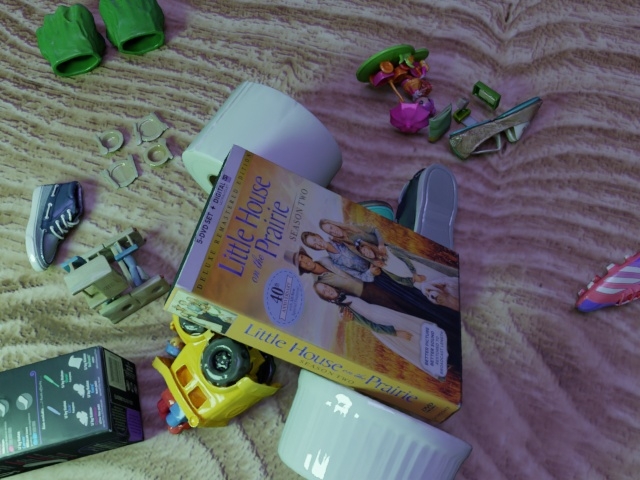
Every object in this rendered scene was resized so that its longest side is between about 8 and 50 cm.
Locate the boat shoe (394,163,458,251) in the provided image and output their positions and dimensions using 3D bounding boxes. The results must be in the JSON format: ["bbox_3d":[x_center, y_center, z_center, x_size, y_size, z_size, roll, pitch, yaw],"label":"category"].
[{"bbox_3d":[0.181,0.010,1.161,0.114,0.091,0.302,26,66,-19],"label":"boat shoe"}]

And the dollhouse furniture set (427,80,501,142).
[{"bbox_3d":[0.283,-0.245,1.264,0.151,0.076,0.058,-41,69,-13],"label":"dollhouse furniture set"}]

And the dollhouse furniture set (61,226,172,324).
[{"bbox_3d":[-0.372,0.041,1.141,0.129,0.184,0.129,-32,68,-9],"label":"dollhouse furniture set"}]

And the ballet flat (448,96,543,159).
[{"bbox_3d":[0.353,-0.216,1.262,0.206,0.073,0.067,-24,94,-2],"label":"ballet flat"}]

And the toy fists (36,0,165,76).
[{"bbox_3d":[-0.484,-0.467,1.417,0.279,0.096,0.142,-20,77,-5],"label":"toy fists"}]

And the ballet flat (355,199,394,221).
[{"bbox_3d":[0.000,0.000,1.172,0.280,0.095,0.096,-32,32,-4],"label":"ballet flat"}]

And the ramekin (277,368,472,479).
[{"bbox_3d":[0.071,0.308,0.948,0.277,0.277,0.135,21,78,13],"label":"ramekin"}]

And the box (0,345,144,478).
[{"bbox_3d":[-0.453,0.288,1.053,0.270,0.165,0.143,-15,67,-2],"label":"box"}]

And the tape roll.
[{"bbox_3d":[-0.105,-0.141,1.164,0.246,0.246,0.169,30,73,16],"label":"tape roll"}]

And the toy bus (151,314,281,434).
[{"bbox_3d":[-0.208,0.217,1.089,0.211,0.149,0.220,-40,67,5],"label":"toy bus"}]

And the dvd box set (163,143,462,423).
[{"bbox_3d":[0.017,0.053,0.937,0.420,0.062,0.308,26,43,-12],"label":"dvd box set"}]

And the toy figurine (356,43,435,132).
[{"bbox_3d":[0.179,-0.296,1.295,0.173,0.130,0.159,-18,79,-29],"label":"toy figurine"}]

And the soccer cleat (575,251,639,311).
[{"bbox_3d":[0.559,0.065,1.110,0.248,0.083,0.095,-31,73,-11],"label":"soccer cleat"}]

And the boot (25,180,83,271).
[{"bbox_3d":[-0.515,-0.033,1.246,0.086,0.069,0.190,-10,65,4],"label":"boot"}]

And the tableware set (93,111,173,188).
[{"bbox_3d":[-0.387,-0.191,1.330,0.168,0.020,0.141,-27,67,-6],"label":"tableware set"}]
